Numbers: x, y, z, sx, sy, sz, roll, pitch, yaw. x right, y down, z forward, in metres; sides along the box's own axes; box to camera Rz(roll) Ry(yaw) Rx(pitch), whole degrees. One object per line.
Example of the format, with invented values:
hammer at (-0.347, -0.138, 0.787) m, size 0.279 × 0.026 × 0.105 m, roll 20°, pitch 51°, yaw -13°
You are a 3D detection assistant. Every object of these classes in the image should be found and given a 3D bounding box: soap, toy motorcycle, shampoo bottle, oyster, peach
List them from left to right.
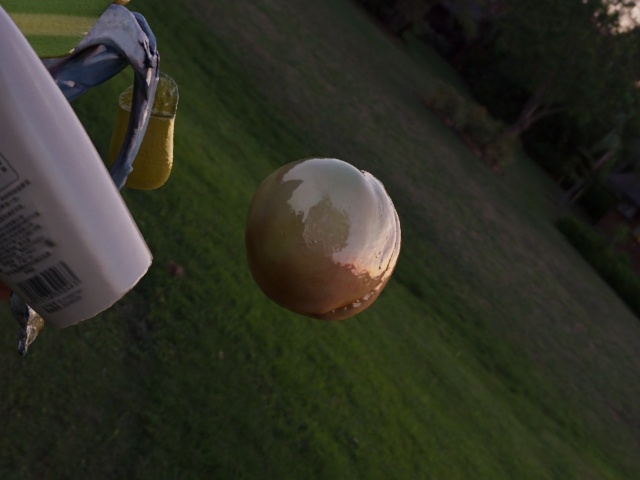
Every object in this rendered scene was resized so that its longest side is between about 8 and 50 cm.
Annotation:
shampoo bottle at (-0.199, -0.069, 0.487) m, size 0.257 × 0.127 × 0.078 m, roll 56°, pitch 35°, yaw -22°
toy motorcycle at (-0.307, -0.125, 0.875) m, size 0.241 × 0.319 × 0.182 m, roll 52°, pitch 5°, yaw 14°
oyster at (-0.378, 0.080, 1.140) m, size 0.053 × 0.108 × 0.165 m, roll -13°, pitch 14°, yaw -17°
soap at (-0.245, -0.149, 1.207) m, size 0.089 × 0.169 × 0.033 m, roll 6°, pitch 24°, yaw -7°
peach at (0.000, 0.000, 0.976) m, size 0.184 × 0.184 × 0.184 m, roll 36°, pitch 16°, yaw -12°

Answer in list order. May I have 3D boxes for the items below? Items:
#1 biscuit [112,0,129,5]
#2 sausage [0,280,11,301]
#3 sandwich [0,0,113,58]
biscuit at (-0.331, -0.413, 1.304) m, size 0.225 × 0.166 × 0.036 m, roll 36°, pitch -19°, yaw 37°
sausage at (-0.434, 0.018, 1.268) m, size 0.254 × 0.148 × 0.148 m, roll 29°, pitch 18°, yaw -12°
sandwich at (-0.195, -0.139, 0.557) m, size 0.074 × 0.074 × 0.116 m, roll 40°, pitch 34°, yaw -18°
